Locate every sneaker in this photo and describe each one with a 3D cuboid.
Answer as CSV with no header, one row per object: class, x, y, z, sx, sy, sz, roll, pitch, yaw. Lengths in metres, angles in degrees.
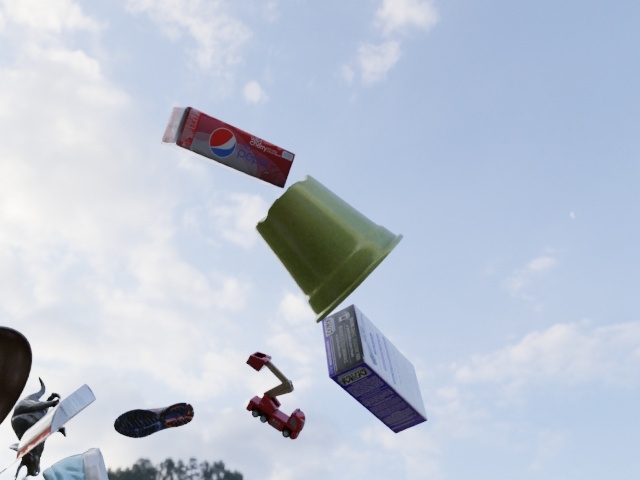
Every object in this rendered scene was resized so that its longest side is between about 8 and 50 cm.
sneaker,-0.477,0.518,1.749,0.221,0.083,0.087,-2,-17,-21
sneaker,-0.488,0.603,1.216,0.150,0.365,0.135,-13,-47,-15

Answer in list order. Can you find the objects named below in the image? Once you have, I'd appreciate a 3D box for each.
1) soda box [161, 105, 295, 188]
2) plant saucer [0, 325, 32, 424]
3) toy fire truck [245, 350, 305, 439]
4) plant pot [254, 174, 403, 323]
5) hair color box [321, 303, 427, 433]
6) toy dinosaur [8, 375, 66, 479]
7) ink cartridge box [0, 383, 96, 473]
soda box,-0.189,-0.192,1.276,0.263,0.092,0.083,21,-92,-35
plant saucer,-0.542,0.234,0.831,0.050,0.310,0.310,33,-48,14
toy fire truck,-0.107,0.365,1.445,0.192,0.047,0.135,30,-81,13
plant pot,0.000,0.000,1.370,0.254,0.276,0.276,45,-56,2
hair color box,0.141,0.336,1.572,0.110,0.185,0.339,-28,-51,16
toy dinosaur,-0.846,0.524,1.799,0.161,0.313,0.121,-13,-35,-21
ink cartridge box,-0.678,0.460,1.473,0.189,0.232,0.066,-38,-93,29
